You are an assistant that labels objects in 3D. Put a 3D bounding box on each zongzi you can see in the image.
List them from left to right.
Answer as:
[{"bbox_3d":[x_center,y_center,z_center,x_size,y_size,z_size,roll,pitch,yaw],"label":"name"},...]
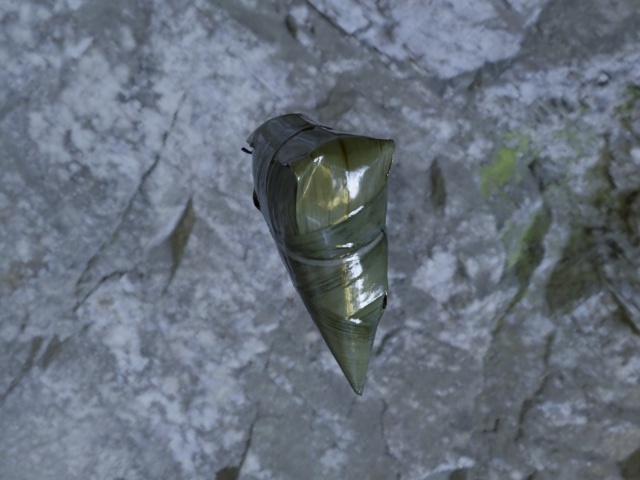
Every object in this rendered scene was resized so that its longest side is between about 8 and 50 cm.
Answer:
[{"bbox_3d":[-0.002,0.000,0.723,0.094,0.204,0.205,-13,19,-14],"label":"zongzi"}]
